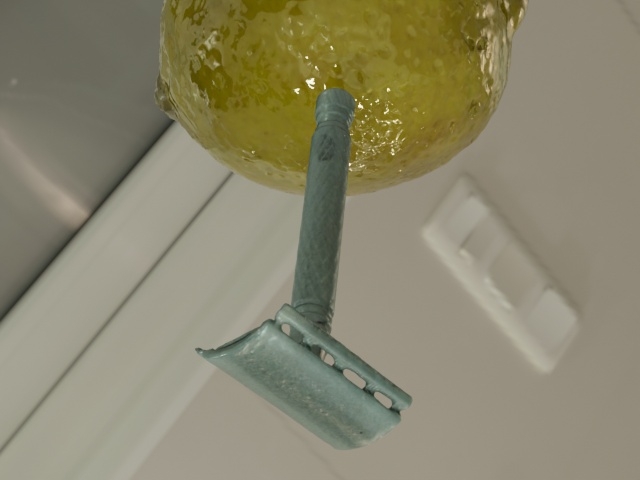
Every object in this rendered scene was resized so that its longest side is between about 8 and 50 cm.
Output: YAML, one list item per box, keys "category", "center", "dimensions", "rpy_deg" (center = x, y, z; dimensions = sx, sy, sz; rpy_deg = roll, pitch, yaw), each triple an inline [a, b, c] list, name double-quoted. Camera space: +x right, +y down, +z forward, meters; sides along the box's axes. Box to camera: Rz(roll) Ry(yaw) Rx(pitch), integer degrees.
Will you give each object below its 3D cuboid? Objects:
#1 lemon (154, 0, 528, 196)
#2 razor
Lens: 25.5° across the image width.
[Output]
- category: "lemon"
  center: [0.013, -0.153, 1.072]
  dimensions: [0.267, 0.267, 0.267]
  rpy_deg: [33, 159, 14]
- category: "razor"
  center: [0.000, 0.000, 0.823]
  dimensions: [0.068, 0.232, 0.106]
  rpy_deg: [-28, 127, 32]
